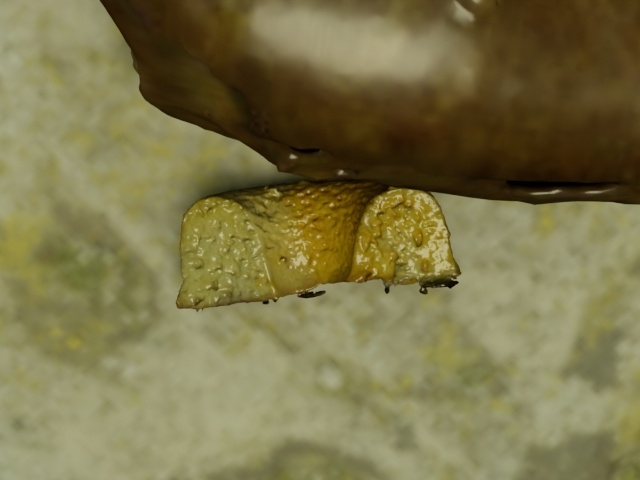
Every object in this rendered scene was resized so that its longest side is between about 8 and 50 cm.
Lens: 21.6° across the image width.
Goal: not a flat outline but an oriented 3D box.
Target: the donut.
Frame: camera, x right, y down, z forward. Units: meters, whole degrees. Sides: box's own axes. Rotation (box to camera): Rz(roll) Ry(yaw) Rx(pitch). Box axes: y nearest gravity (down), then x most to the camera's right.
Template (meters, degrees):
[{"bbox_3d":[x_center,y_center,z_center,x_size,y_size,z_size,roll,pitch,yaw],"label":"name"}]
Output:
[{"bbox_3d":[0.000,0.000,0.526,0.067,0.083,0.038,-10,96,-35],"label":"donut"}]

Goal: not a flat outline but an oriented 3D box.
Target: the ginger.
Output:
[{"bbox_3d":[0.060,-0.073,0.485,0.309,0.107,0.133,0,124,-2],"label":"ginger"}]
